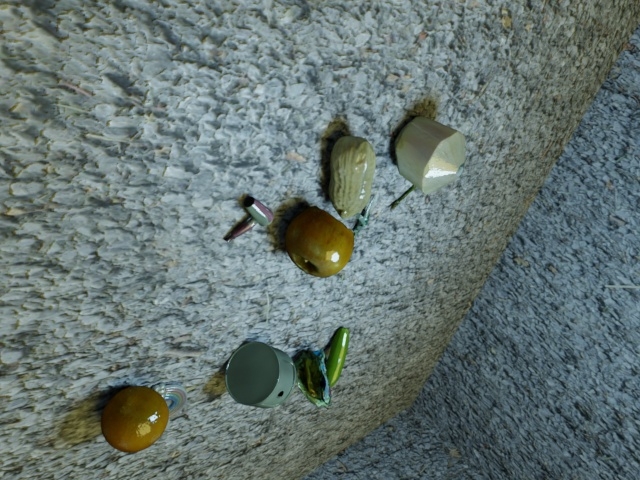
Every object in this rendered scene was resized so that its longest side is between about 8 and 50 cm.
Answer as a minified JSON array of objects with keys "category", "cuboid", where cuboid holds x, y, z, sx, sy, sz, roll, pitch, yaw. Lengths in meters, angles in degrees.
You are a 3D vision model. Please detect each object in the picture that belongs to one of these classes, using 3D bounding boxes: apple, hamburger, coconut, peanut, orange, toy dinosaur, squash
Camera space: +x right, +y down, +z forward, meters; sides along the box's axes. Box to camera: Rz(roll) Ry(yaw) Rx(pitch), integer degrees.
[{"category":"apple","cuboid":[0.000,0.000,1.556,0.207,0.237,0.237,-58,152,-24]},{"category":"hamburger","cuboid":[-0.037,0.605,2.094,0.150,0.260,0.276,-11,156,-5]},{"category":"coconut","cuboid":[0.394,-0.295,1.689,0.239,0.244,0.239,-31,144,-26]},{"category":"peanut","cuboid":[0.100,-0.199,1.533,0.152,0.152,0.313,-30,142,-27]},{"category":"orange","cuboid":[-0.561,0.541,1.454,0.206,0.206,0.206,-31,143,-27]},{"category":"toy dinosaur","cuboid":[0.166,-0.076,1.836,0.187,0.044,0.106,-63,161,-2]},{"category":"squash","cuboid":[0.078,0.548,2.264,0.082,0.082,0.292,21,85,-56]}]

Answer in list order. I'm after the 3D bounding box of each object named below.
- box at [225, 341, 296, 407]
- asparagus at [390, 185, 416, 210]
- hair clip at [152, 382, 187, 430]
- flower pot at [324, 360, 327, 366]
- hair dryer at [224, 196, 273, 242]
[{"category":"box","cuboid":[-0.218,0.501,1.783,0.226,0.226,0.149,-49,148,-1]},{"category":"asparagus","cuboid":[0.361,-0.197,1.957,0.233,0.022,0.023,-42,-169,-15]},{"category":"hair clip","cuboid":[-0.530,0.565,1.649,0.140,0.054,0.220,-1,121,-42]},{"category":"flower pot","cuboid":[0.028,0.632,2.335,0.089,0.111,0.111,7,118,-41]},{"category":"hair dryer","cuboid":[-0.217,-0.048,1.397,0.154,0.054,0.106,-46,143,3]}]
